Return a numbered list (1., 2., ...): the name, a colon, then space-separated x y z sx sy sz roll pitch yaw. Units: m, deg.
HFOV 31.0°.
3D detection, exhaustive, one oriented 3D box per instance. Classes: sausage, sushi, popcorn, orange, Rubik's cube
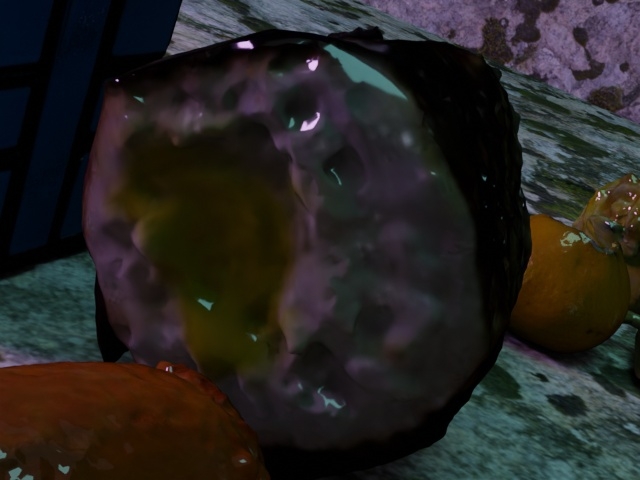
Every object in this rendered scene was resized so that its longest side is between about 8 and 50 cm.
1. sausage: -0.141 0.135 0.526 0.268 0.153 0.141 -1 18 -45
2. sushi: 0.002 0.000 0.808 0.282 0.299 0.294 9 14 12
3. popcorn: 0.376 0.002 1.379 0.174 0.173 0.142 24 37 11
4. orange: 0.243 0.041 1.177 0.157 0.134 0.156 24 31 -15
5. Rubik's cube: -0.316 -0.152 0.928 0.294 0.288 0.283 29 23 19

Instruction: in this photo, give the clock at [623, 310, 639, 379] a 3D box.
1. clock: 0.433 0.127 1.180 0.235 0.096 0.308 1 26 -41
